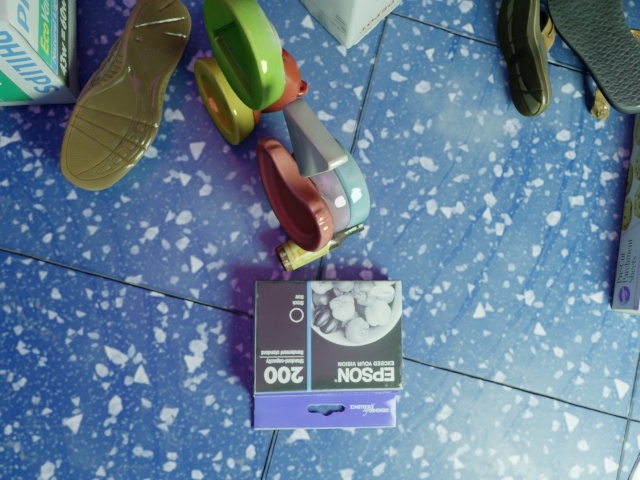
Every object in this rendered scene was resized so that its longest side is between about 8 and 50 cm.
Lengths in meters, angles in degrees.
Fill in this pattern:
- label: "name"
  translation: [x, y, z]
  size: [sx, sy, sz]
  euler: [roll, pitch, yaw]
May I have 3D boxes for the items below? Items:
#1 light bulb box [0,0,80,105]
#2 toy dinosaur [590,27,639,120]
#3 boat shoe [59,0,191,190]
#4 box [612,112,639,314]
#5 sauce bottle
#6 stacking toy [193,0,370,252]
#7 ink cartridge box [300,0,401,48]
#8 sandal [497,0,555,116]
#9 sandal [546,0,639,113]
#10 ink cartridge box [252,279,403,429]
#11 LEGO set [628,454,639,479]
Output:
- label: "light bulb box"
  translation: [-0.515, -0.367, 0.662]
  size: [0.360, 0.225, 0.359]
  euler: [-3, 83, -6]
- label: "toy dinosaur"
  translation: [0.432, -0.295, 0.823]
  size: [0.112, 0.064, 0.212]
  euler: [-11, 85, -5]
- label: "boat shoe"
  translation: [-0.266, -0.200, 0.746]
  size: [0.104, 0.089, 0.286]
  euler: [30, 84, -28]
- label: "box"
  translation: [0.498, -0.050, 0.802]
  size: [0.062, 0.067, 0.325]
  euler: [11, 84, -3]
- label: "sauce bottle"
  translation: [0.000, 0.000, 0.763]
  size: [0.128, 0.042, 0.042]
  euler: [-28, 87, -9]
- label: "stacking toy"
  translation: [-0.025, -0.158, 0.660]
  size: [0.130, 0.279, 0.309]
  euler: [-30, 81, -19]
- label: "ink cartridge box"
  translation: [0.079, -0.413, 0.697]
  size: [0.201, 0.278, 0.117]
  euler: [-44, 86, -8]
- label: "sandal"
  translation: [0.317, -0.294, 0.802]
  size: [0.060, 0.090, 0.220]
  euler: [-7, 84, -16]
- label: "sandal"
  translation: [0.406, -0.295, 0.788]
  size: [0.097, 0.054, 0.255]
  euler: [-22, 76, 23]
- label: "ink cartridge box"
  translation: [0.010, 0.158, 0.745]
  size: [0.206, 0.045, 0.209]
  euler: [0, 85, -6]
- label: "LEGO set"
  translation: [0.498, 0.435, 0.755]
  size: [0.182, 0.060, 0.244]
  euler: [31, 82, 2]
